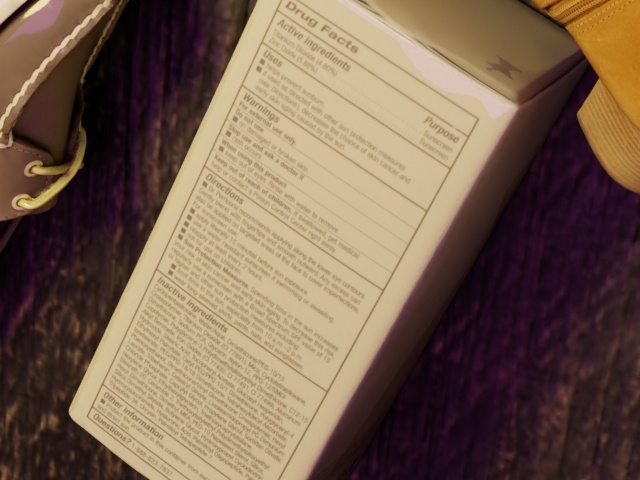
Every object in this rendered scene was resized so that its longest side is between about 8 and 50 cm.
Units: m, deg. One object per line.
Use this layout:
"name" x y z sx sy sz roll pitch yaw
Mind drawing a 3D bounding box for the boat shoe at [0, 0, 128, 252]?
"boat shoe" -0.192 -0.050 1.048 0.097 0.116 0.324 46 126 1

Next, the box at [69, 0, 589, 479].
"box" 0.000 0.000 0.954 0.148 0.121 0.311 36 121 12

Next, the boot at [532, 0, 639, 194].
"boot" 0.118 -0.170 0.764 0.295 0.104 0.211 61 165 13
